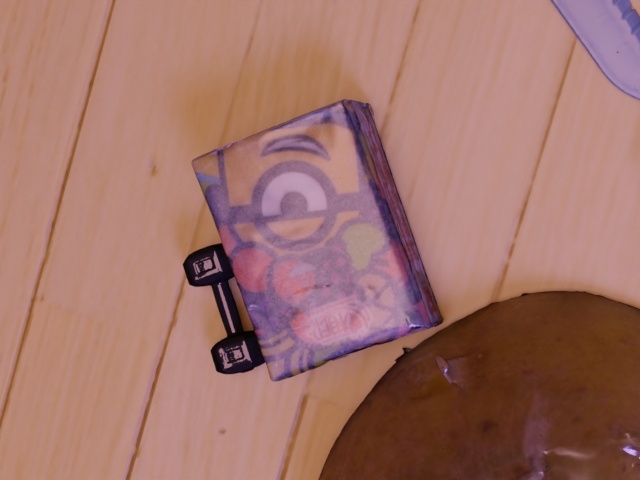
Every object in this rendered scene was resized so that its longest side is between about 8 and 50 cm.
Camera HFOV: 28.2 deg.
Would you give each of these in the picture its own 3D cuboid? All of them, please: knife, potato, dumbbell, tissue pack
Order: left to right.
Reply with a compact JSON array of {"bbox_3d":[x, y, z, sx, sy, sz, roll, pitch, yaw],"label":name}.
[{"bbox_3d":[-0.059,0.044,0.812,0.036,0.040,0.083,-17,87,-17],"label":"dumbbell"},{"bbox_3d":[0.000,0.000,0.784,0.108,0.060,0.148,-20,88,14],"label":"tissue pack"},{"bbox_3d":[0.106,0.167,0.739,0.239,0.116,0.299,43,99,14],"label":"potato"},{"bbox_3d":[0.119,-0.205,0.775,0.044,0.019,0.313,-35,85,10],"label":"knife"}]
